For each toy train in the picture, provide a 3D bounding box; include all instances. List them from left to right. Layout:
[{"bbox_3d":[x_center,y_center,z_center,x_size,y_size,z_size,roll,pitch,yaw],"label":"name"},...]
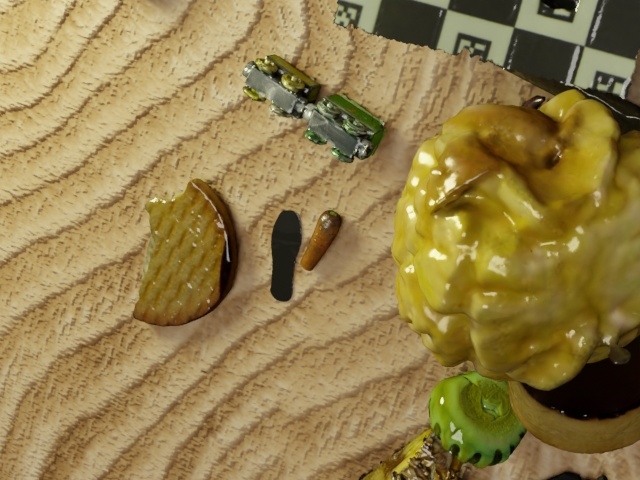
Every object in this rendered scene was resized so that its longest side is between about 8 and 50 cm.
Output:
[{"bbox_3d":[-0.010,-0.170,1.671,0.202,0.081,0.060,36,116,16],"label":"toy train"}]

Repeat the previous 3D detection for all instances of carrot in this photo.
[{"bbox_3d":[0.000,0.000,1.748,0.032,0.032,0.093,33,119,9],"label":"carrot"}]

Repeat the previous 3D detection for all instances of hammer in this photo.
[{"bbox_3d":[0.244,-0.211,1.571,0.440,0.044,0.168,30,116,10],"label":"hammer"}]

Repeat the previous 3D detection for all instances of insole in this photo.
[{"bbox_3d":[-0.049,0.021,1.789,0.045,0.002,0.135,12,111,19],"label":"insole"}]

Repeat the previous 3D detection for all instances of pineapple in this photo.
[{"bbox_3d":[0.100,0.394,1.763,0.334,0.158,0.161,-41,89,27],"label":"pineapple"}]

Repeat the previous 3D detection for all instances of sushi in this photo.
[{"bbox_3d":[0.226,-0.347,1.514,0.373,0.100,0.296,17,101,26],"label":"sushi"}]

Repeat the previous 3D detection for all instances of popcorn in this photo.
[{"bbox_3d":[0.234,-0.018,1.483,0.349,0.382,0.349,-8,125,-11],"label":"popcorn"}]

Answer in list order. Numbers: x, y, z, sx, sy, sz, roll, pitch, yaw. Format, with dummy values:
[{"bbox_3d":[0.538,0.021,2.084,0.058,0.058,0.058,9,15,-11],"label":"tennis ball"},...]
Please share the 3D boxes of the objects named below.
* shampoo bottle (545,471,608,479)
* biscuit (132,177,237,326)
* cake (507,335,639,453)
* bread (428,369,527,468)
[{"bbox_3d":[0.314,0.334,1.730,0.137,0.027,0.048,-20,90,26],"label":"shampoo bottle"},{"bbox_3d":[-0.201,0.026,1.837,0.228,0.031,0.176,-37,90,29],"label":"biscuit"},{"bbox_3d":[0.335,0.174,1.599,0.207,0.178,0.185,-26,52,3],"label":"cake"},{"bbox_3d":[0.201,0.228,1.684,0.130,0.139,0.071,51,139,8],"label":"bread"}]
